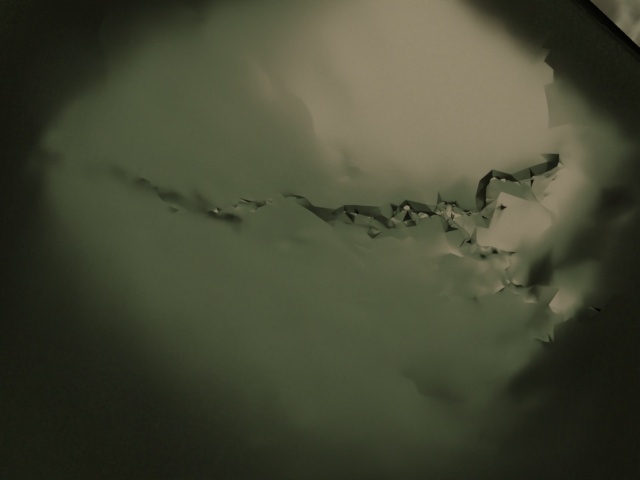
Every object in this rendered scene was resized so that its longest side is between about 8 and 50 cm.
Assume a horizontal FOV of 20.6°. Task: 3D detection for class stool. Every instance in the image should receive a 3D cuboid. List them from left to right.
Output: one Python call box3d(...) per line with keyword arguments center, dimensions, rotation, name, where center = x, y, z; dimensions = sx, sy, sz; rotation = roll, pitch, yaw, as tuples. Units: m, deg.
box3d(center=(0.000, 0.000, 0.523), dimensions=(0.232, 0.141, 0.232), rotation=(1, 102, 3), name="stool")
